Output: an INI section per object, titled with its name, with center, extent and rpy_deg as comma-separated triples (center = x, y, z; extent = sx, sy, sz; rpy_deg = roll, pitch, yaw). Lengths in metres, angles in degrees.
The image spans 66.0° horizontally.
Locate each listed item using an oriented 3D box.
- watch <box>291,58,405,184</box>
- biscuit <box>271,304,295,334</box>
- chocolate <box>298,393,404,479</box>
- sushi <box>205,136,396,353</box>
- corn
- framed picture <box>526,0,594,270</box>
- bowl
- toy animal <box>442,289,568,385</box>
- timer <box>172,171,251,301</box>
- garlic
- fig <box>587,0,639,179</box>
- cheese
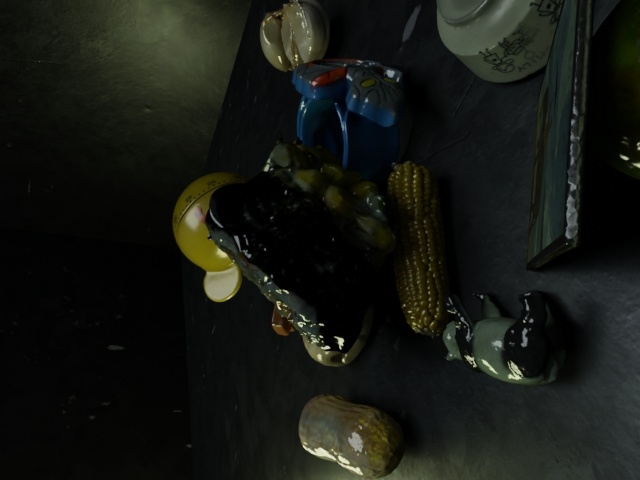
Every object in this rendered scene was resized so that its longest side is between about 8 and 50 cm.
[watch]
center = 0.076, -0.228, 1.038
extent = 0.305, 0.242, 0.274
rpy_deg = -130, 37, -50
[biscuit]
center = -0.065, 0.118, 1.202
extent = 0.306, 0.043, 0.283
rpy_deg = -57, -22, -63
[chocolate]
center = 0.048, 0.378, 0.965
extent = 0.309, 0.134, 0.134
rpy_deg = -13, 71, 63
[sushi]
center = 0.000, 0.000, 0.877
extent = 0.329, 0.285, 0.328
rpy_deg = 42, 167, 22
[corn]
center = 0.169, 0.015, 0.860
extent = 0.102, 0.102, 0.312
rpy_deg = -32, 55, 59
[framed picture]
center = 0.255, -0.105, 0.540
extent = 0.347, 0.016, 0.264
rpy_deg = 19, -103, -71
[bowl]
center = 0.259, -0.363, 0.723
extent = 0.238, 0.127, 0.237
rpy_deg = -14, 74, 57
[toy animal]
center = 0.242, 0.131, 0.685
extent = 0.225, 0.094, 0.121
rpy_deg = -11, 81, 63
[timer]
center = -0.293, -0.029, 1.625
extent = 0.387, 0.376, 0.376
rpy_deg = 49, 130, 28
[garlic]
center = -0.061, -0.599, 1.478
extent = 0.281, 0.185, 0.203
rpy_deg = 2, 111, 46
[fig]
center = 0.369, -0.186, 0.439
extent = 0.275, 0.206, 0.206
rpy_deg = -52, 23, -9
[cheese]
center = 0.026, 0.169, 1.096
extent = 0.235, 0.117, 0.217
rpy_deg = 157, 117, -65
